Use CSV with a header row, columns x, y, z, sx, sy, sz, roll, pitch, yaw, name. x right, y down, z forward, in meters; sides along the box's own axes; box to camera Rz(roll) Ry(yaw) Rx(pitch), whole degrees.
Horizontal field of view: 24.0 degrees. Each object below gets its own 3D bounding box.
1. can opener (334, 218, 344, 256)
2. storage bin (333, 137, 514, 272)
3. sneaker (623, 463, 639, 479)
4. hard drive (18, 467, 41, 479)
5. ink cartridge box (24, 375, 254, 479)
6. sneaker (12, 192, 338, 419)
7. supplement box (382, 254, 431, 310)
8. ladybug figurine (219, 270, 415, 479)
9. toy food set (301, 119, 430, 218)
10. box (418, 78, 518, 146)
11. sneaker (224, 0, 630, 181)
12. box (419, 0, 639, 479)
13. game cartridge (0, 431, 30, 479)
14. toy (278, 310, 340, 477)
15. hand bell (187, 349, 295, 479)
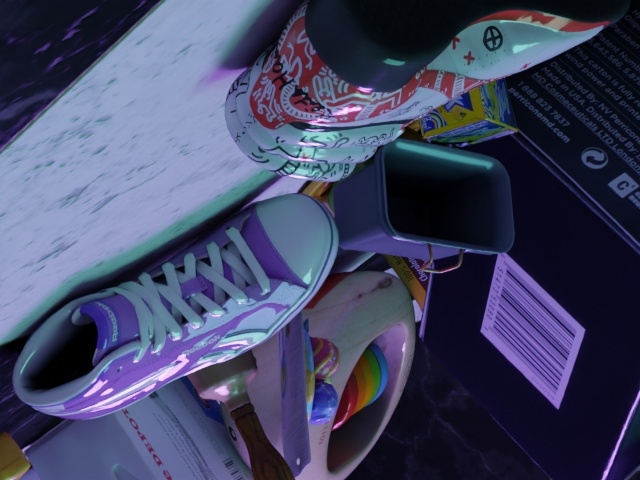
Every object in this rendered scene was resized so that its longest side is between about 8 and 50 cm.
x,y,z,sx,sy,sz,roll,pitch,yaw,name
0.000,0.000,1.473,0.186,0.059,0.073,-33,-164,-32,can opener
0.079,-0.018,1.237,0.135,0.098,0.091,8,161,-34,storage bin
0.438,0.223,1.557,0.410,0.158,0.182,-29,168,-17,sneaker
-0.458,0.389,2.048,0.307,0.040,0.203,-39,172,29,hard drive
-0.198,0.292,1.852,0.129,0.223,0.307,-36,173,14,ink cartridge box
-0.112,0.054,1.179,0.282,0.102,0.161,-36,169,2,sneaker
0.224,0.024,2.142,0.194,0.191,0.129,-37,172,16,supplement box
-0.002,0.178,1.997,0.449,0.162,0.305,-14,121,-68,ladybug figurine
0.051,-0.047,1.356,0.128,0.071,0.218,-30,172,-33,toy food set
0.116,-0.112,1.210,0.054,0.059,0.169,-14,177,15,box
0.061,-0.115,0.889,0.270,0.090,0.145,-23,168,-45,sneaker
0.383,-0.040,1.534,0.471,0.297,0.480,-34,154,-21,box
-0.414,0.296,1.229,0.323,0.053,0.285,-30,172,-40,game cartridge
-0.011,0.126,1.584,0.056,0.237,0.137,-3,163,-12,toy
-0.076,0.186,1.559,0.126,0.242,0.126,-26,170,-5,hand bell
